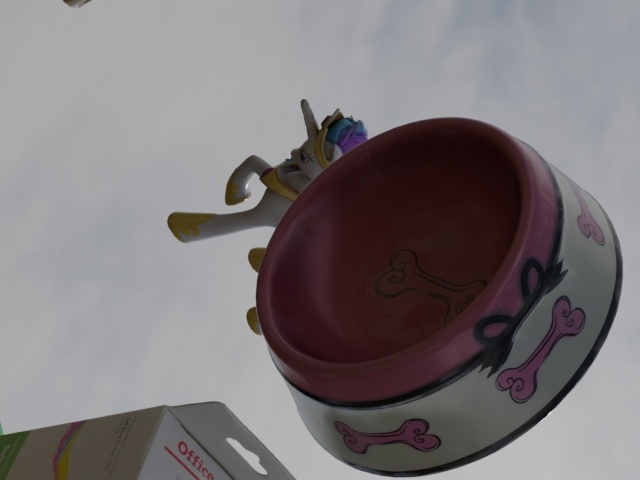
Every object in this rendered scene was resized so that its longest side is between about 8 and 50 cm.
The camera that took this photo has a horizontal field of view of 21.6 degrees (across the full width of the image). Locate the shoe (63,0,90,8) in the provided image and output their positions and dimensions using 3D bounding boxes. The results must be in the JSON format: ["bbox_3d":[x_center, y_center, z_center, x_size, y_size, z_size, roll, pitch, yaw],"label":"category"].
[{"bbox_3d":[-0.194,-0.315,1.929,0.058,0.219,0.076,63,-4,-8],"label":"shoe"}]

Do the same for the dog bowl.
[{"bbox_3d":[0.108,0.041,1.803,0.408,0.150,0.408,-22,-137,22],"label":"dog bowl"}]

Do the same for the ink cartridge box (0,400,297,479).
[{"bbox_3d":[-0.204,0.300,1.857,0.353,0.207,0.119,-14,-141,36],"label":"ink cartridge box"}]

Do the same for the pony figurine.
[{"bbox_3d":[0.000,0.000,2.349,0.363,0.351,0.303,-32,-170,45],"label":"pony figurine"}]

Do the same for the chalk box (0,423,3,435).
[{"bbox_3d":[-0.510,0.280,2.109,0.180,0.288,0.179,-55,144,-52],"label":"chalk box"}]
